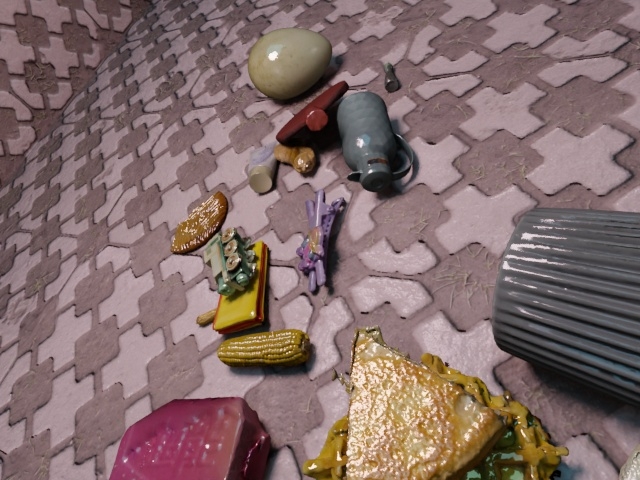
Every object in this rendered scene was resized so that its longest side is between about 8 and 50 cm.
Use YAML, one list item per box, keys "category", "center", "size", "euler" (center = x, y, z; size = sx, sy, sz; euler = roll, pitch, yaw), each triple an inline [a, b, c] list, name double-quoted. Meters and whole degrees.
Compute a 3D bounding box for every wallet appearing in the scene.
- category: "wallet"
  center: [-0.198, 0.122, 1.110]
  size: [0.141, 0.067, 0.241]
  euler: [-21, 46, 20]

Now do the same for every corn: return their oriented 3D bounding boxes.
- category: "corn"
  center: [-0.288, 0.196, 1.121]
  size: [0.083, 0.028, 0.027]
  euler: [-28, 38, 8]
- category: "corn"
  center: [-0.130, 0.247, 0.969]
  size: [0.231, 0.080, 0.080]
  euler: [-14, 52, 22]

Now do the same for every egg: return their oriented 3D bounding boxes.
- category: "egg"
  center: [-0.101, -0.603, 1.465]
  size: [0.296, 0.218, 0.218]
  euler: [-18, 51, 6]

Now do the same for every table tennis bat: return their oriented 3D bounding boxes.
- category: "table tennis bat"
  center: [-0.024, -0.368, 1.252]
  size: [0.268, 0.051, 0.414]
  euler: [-37, 19, 9]

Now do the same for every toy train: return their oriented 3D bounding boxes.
- category: "toy train"
  center: [-0.227, 0.053, 1.088]
  size: [0.125, 0.081, 0.194]
  euler: [-41, 42, 17]

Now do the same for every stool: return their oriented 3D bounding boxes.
- category: "stool"
  center: [0.457, 0.098, 0.628]
  size: [0.330, 0.297, 0.297]
  euler: [13, 65, 40]

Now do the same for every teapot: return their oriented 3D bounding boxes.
- category: "teapot"
  center: [0.216, -0.508, 1.344]
  size: [0.043, 0.043, 0.110]
  euler: [-15, 48, 19]

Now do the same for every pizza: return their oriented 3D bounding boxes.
- category: "pizza"
  center: [0.133, 0.257, 0.711]
  size: [0.280, 0.075, 0.287]
  euler: [-22, 48, 0]

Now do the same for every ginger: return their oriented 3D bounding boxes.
- category: "ginger"
  center: [-0.074, -0.257, 1.301]
  size: [0.095, 0.069, 0.190]
  euler: [-32, 44, -12]

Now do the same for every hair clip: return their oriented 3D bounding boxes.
- category: "hair clip"
  center: [-0.011, -0.009, 1.082]
  size: [0.137, 0.090, 0.278]
  euler: [-36, 33, 50]

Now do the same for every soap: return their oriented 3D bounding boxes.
- category: "soap"
  center: [-0.259, 0.437, 0.872]
  size: [0.325, 0.127, 0.220]
  euler: [-9, 56, 22]

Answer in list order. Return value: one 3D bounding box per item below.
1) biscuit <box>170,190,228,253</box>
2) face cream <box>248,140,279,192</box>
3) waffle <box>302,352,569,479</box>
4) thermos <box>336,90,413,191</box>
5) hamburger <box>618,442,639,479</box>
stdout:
- category: "biscuit"
  center: [-0.375, -0.061, 1.350]
  size: [0.176, 0.031, 0.228]
  euler: [1, 59, 27]
- category: "face cream"
  center: [-0.179, -0.242, 1.365]
  size: [0.114, 0.070, 0.224]
  euler: [-19, 38, 13]
- category: "waffle"
  center: [0.175, 0.380, 0.706]
  size: [0.382, 0.095, 0.379]
  euler: [28, 72, 37]
- category: "thermos"
  center: [0.142, -0.252, 1.144]
  size: [0.182, 0.145, 0.286]
  euler: [-2, 54, -8]
- category: "hamburger"
  center: [0.479, 0.345, 0.578]
  size: [0.133, 0.062, 0.140]
  euler: [-36, 46, 0]
